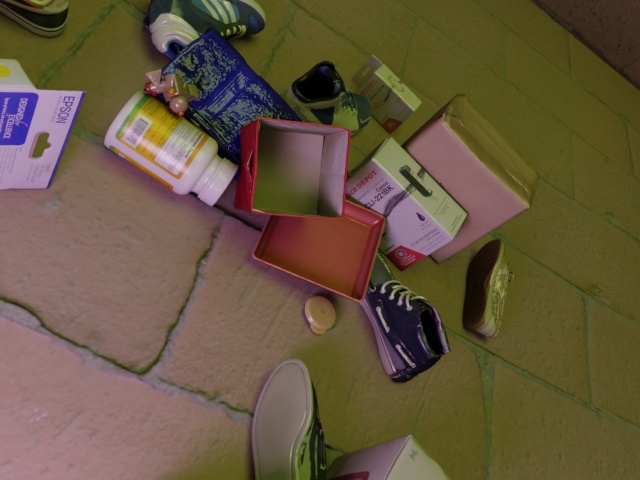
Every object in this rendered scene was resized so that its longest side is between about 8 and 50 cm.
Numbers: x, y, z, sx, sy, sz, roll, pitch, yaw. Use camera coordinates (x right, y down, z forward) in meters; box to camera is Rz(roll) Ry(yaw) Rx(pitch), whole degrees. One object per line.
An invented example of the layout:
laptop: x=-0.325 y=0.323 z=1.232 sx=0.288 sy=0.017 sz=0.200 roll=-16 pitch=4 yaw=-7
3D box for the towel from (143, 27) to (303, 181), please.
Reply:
towel: x=-0.203 y=-0.300 z=1.303 sx=0.308 sy=0.076 sz=0.227 roll=44 pitch=72 yaw=-16

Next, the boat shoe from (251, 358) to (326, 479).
boat shoe: x=-0.044 y=0.390 z=1.061 sx=0.113 sy=0.127 sz=0.340 roll=46 pitch=31 yaw=-46

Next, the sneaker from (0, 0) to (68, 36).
sneaker: x=-0.658 y=-0.541 z=1.156 sx=0.321 sy=0.127 sz=0.126 roll=22 pitch=55 yaw=-22

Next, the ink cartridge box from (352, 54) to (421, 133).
ink cartridge box: x=0.178 y=-0.421 z=1.682 sx=0.198 sy=0.115 sz=0.067 roll=43 pitch=48 yaw=-5

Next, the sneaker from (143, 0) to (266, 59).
sneaker: x=-0.271 y=-0.494 z=1.424 sx=0.323 sy=0.130 sz=0.236 roll=9 pitch=77 yaw=-46

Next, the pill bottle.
pill bottle: x=-0.297 y=-0.179 z=1.190 sx=0.246 sy=0.136 sz=0.136 roll=35 pitch=50 yaw=-14

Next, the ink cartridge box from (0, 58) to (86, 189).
ink cartridge box: x=-0.554 y=-0.165 z=0.889 sx=0.307 sy=0.304 sz=0.072 roll=-12 pitch=73 yaw=-40

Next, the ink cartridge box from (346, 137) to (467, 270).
ink cartridge box: x=0.186 y=-0.086 z=1.437 sx=0.273 sy=0.197 sz=0.114 roll=45 pitch=48 yaw=-5

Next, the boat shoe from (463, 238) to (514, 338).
boat shoe: x=0.458 y=0.127 z=1.580 sx=0.089 sy=0.105 sz=0.285 roll=34 pitch=60 yaw=-20

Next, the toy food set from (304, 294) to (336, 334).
toy food set: x=0.000 y=0.160 z=1.282 sx=0.083 sy=0.020 sz=0.083 roll=-26 pitch=80 yaw=-42

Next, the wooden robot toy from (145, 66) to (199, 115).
wooden robot toy: x=-0.289 y=-0.278 z=1.146 sx=0.173 sy=0.076 sz=0.079 roll=-19 pitch=91 yaw=-82

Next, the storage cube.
storage cube: x=-0.063 y=-0.142 z=1.207 sx=0.215 sy=0.193 sz=0.183 roll=3 pitch=94 yaw=-19

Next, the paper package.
paper package: x=0.332 y=-0.149 z=1.491 sx=0.309 sy=0.325 sz=0.168 roll=44 pitch=47 yaw=-5

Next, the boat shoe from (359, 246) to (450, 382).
boat shoe: x=0.181 y=0.138 z=1.329 sx=0.127 sy=0.158 sz=0.340 roll=-10 pitch=71 yaw=-39

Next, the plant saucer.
plant saucer: x=0.000 y=0.000 z=1.325 sx=0.259 sy=0.047 sz=0.259 roll=23 pitch=52 yaw=-4

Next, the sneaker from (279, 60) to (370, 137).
sneaker: x=0.029 y=-0.356 z=1.494 sx=0.316 sy=0.182 sz=0.127 roll=-9 pitch=71 yaw=-38

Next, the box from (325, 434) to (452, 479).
box: x=0.109 y=0.463 z=1.039 sx=0.148 sy=0.232 sz=0.127 roll=48 pitch=47 yaw=-1
